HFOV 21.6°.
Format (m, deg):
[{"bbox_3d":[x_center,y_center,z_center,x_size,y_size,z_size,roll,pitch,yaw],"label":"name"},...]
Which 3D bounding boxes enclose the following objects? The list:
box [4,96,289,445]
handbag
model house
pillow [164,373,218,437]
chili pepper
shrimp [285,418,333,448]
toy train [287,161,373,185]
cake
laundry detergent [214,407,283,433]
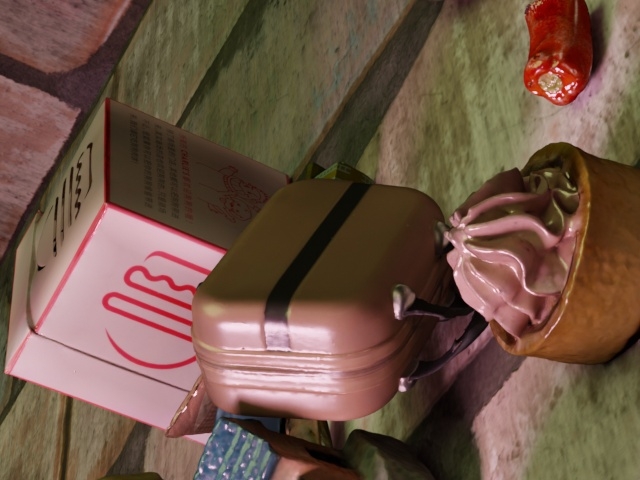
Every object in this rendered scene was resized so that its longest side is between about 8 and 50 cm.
[{"bbox_3d":[-0.227,0.039,2.297,0.300,0.312,0.314,-58,22,26],"label":"box"},{"bbox_3d":[0.037,0.059,1.718,0.302,0.283,0.149,-51,-38,-55],"label":"handbag"},{"bbox_3d":[-0.067,0.301,1.617,0.267,0.325,0.194,-66,19,7],"label":"model house"},{"bbox_3d":[-0.116,0.176,2.161,0.034,0.135,0.211,49,120,31],"label":"pillow"},{"bbox_3d":[0.240,-0.194,1.701,0.070,0.073,0.123,70,-157,-50],"label":"chili pepper"},{"bbox_3d":[-0.022,0.271,1.924,0.254,0.059,0.145,-100,27,-47],"label":"shrimp"},{"bbox_3d":[0.000,0.000,2.093,0.137,0.090,0.225,-32,40,47],"label":"toy train"},{"bbox_3d":[0.195,-0.002,1.473,0.208,0.178,0.185,-67,19,-3],"label":"cake"},{"bbox_3d":[-0.092,0.272,2.050,0.143,0.094,0.290,109,172,-54],"label":"laundry detergent"}]
